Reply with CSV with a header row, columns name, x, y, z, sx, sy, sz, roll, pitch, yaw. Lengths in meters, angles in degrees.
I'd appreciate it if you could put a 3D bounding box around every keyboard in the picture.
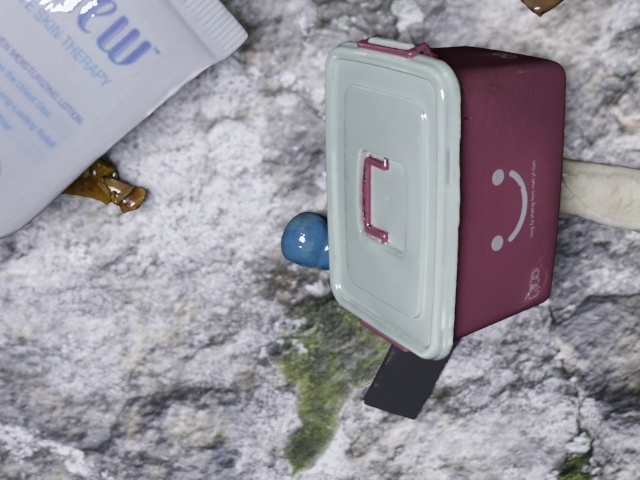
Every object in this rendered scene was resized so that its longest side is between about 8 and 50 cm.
name,x,y,z,sx,sy,sz,roll,pitch,yaw
keyboard,0.121,0.123,1.009,0.074,0.015,0.196,19,110,-15

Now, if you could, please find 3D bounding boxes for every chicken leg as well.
name,x,y,z,sx,sy,sz,roll,pitch,yaw
chicken leg,-0.271,-0.087,0.865,0.208,0.085,0.101,22,98,-21

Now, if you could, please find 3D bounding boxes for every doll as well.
name,x,y,z,sx,sy,sz,roll,pitch,yaw
doll,0.000,0.000,0.932,0.083,0.050,0.076,16,106,-8

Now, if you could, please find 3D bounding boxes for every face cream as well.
name,x,y,z,sx,sy,sz,roll,pitch,yaw
face cream,-0.295,-0.126,0.736,0.420,0.137,0.235,-40,110,9

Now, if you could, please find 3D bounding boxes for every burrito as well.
name,x,y,z,sx,sy,sz,roll,pitch,yaw
burrito,0.333,-0.051,0.926,0.275,0.059,0.082,12,126,-8

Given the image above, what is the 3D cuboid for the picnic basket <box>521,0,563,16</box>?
name,x,y,z,sx,sy,sz,roll,pitch,yaw
picnic basket,0.222,-0.386,0.678,0.254,0.291,0.321,35,63,-14

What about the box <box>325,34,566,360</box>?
name,x,y,z,sx,sy,sz,roll,pitch,yaw
box,0.120,-0.052,0.829,0.168,0.193,0.294,-15,115,-31
